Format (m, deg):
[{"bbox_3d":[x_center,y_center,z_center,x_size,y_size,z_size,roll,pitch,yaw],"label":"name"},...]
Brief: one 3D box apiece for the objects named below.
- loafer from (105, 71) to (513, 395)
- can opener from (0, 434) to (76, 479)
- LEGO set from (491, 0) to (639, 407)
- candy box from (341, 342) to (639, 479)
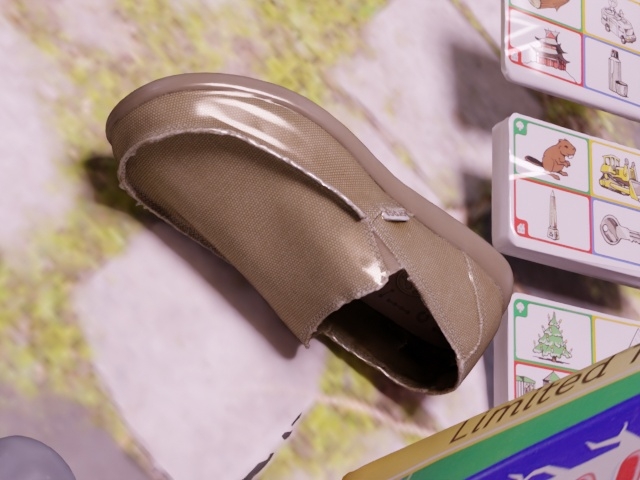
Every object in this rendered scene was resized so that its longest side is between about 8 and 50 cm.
[{"bbox_3d":[0.000,0.000,0.490,0.148,0.056,0.050,28,44,-21],"label":"loafer"},{"bbox_3d":[-0.116,0.133,0.291,0.076,0.095,0.283,49,46,-4],"label":"can opener"},{"bbox_3d":[0.155,0.007,0.631,0.244,0.060,0.182,12,69,-30],"label":"LEGO set"},{"bbox_3d":[0.059,0.148,0.296,0.122,0.268,0.317,47,45,-10],"label":"candy box"}]
